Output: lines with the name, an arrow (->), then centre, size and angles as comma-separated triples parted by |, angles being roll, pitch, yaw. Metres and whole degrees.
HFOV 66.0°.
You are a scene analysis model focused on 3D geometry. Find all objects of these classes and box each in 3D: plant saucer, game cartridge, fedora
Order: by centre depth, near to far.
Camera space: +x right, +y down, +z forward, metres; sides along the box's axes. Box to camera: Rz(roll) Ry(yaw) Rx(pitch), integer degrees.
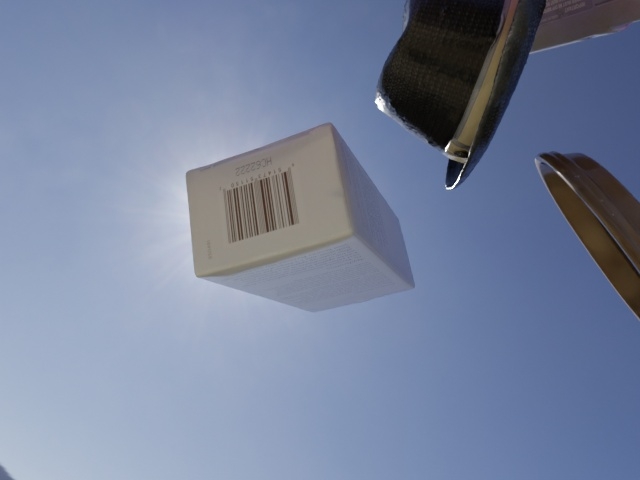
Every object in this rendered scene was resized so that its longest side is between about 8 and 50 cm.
plant saucer -> 0.323, 0.014, 0.521 | 0.041, 0.278, 0.278 | -35, -69, 19
fedora -> 0.165, -0.229, 0.647 | 0.152, 0.334, 0.334 | 19, -42, 7
game cartridge -> 0.330, -0.407, 0.750 | 0.230, 0.068, 0.355 | 61, -12, -19

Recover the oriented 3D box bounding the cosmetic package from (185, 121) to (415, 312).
cosmetic package -> 0.000, 0.000, 0.835 | 0.229, 0.162, 0.453 | -15, -19, 15
